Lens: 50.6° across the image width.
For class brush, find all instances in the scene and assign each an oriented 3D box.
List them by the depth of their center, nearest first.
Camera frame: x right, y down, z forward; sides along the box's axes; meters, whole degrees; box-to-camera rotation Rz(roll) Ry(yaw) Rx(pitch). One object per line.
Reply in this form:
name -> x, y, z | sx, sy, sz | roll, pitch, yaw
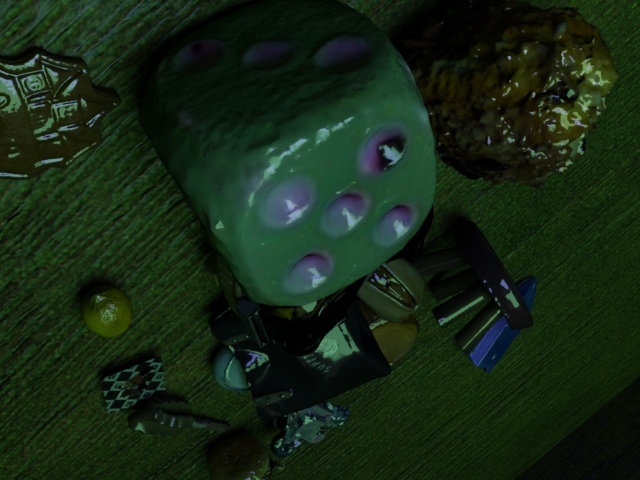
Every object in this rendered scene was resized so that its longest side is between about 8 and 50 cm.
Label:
brush -> -0.287, 0.384, 1.454 | 0.084, 0.071, 0.301 | -32, 150, 15

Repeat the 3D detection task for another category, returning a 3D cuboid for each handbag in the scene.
handbag -> -0.045, 0.192, 1.339 | 0.288, 0.152, 0.342 | -29, 113, -7

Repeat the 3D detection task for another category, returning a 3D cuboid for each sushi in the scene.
sushi -> -0.365, 0.273, 1.314 | 0.120, 0.026, 0.126 | -20, 140, -25

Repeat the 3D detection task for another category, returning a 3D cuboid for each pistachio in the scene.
pistachio -> 0.133, 0.085, 1.428 | 0.206, 0.131, 0.129 | 40, 84, -19

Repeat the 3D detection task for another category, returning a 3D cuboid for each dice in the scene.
dice -> -0.048, -0.126, 0.964 | 0.330, 0.322, 0.318 | -28, 139, -11

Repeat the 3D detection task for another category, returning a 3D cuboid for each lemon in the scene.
lemon -> -0.358, 0.117, 1.134 | 0.082, 0.082, 0.110 | -30, 142, -11

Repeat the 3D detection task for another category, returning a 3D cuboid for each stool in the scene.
stool -> 0.337, 0.107, 1.523 | 0.178, 0.272, 0.272 | -31, 141, 12

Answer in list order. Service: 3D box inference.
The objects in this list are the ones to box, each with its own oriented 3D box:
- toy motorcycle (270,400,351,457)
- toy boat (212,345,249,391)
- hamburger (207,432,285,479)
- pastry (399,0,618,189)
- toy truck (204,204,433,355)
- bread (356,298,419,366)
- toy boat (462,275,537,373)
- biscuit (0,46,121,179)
toy motorcycle -> -0.018, 0.405, 1.623 | 0.204, 0.108, 0.239 | -5, 132, -23
toy boat -> -0.134, 0.236, 1.422 | 0.208, 0.079, 0.134 | -28, 124, -23
hamburger -> -0.175, 0.534, 1.586 | 0.185, 0.159, 0.131 | -3, 130, 0
pastry -> 0.295, -0.241, 1.128 | 0.405, 0.337, 0.292 | -9, 118, -69
toy truck -> 0.000, 0.000, 1.178 | 0.405, 0.254, 0.180 | -40, 144, -22
bread -> 0.122, 0.209, 1.560 | 0.199, 0.104, 0.199 | -17, 136, -18
toy boat -> 0.509, 0.221, 1.880 | 0.295, 0.088, 0.129 | -54, 138, 0
biscuit -> -0.373, -0.168, 0.904 | 0.215, 0.034, 0.182 | -19, 136, -23
